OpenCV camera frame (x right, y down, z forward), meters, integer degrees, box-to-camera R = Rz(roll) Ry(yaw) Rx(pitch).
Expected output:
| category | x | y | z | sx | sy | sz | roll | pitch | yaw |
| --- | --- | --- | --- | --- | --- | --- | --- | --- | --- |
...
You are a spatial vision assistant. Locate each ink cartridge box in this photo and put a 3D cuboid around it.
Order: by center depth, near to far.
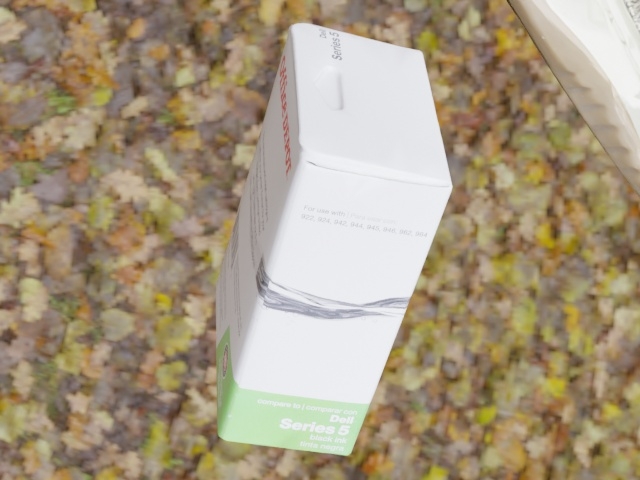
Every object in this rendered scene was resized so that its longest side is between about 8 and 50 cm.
| category | x | y | z | sx | sy | sz | roll | pitch | yaw |
| --- | --- | --- | --- | --- | --- | --- | --- | --- | --- |
| ink cartridge box | 0.000 | 0.000 | 1.041 | 0.115 | 0.198 | 0.273 | 10 | 126 | -12 |

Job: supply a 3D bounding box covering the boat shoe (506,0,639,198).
| category | x | y | z | sx | sy | sz | roll | pitch | yaw |
| --- | --- | --- | --- | --- | --- | --- | --- | --- | --- |
| boat shoe | 0.119 | -0.065 | 0.399 | 0.285 | 0.092 | 0.103 | 47 | 21 | -31 |
